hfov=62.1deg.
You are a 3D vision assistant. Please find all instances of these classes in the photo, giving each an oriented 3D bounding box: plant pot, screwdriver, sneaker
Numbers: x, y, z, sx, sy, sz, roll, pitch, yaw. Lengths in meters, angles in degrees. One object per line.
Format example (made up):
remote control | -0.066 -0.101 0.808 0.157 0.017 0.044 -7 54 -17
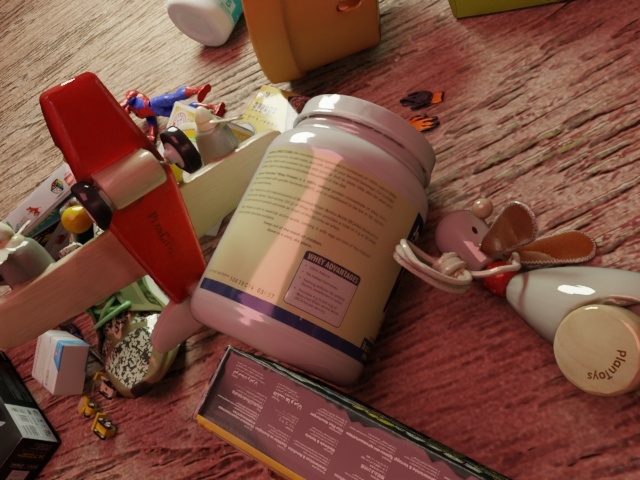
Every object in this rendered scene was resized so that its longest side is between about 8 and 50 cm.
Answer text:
plant pot | -0.005 -0.433 0.919 0.204 0.290 0.290 -5 63 10
screwdriver | -0.441 0.195 0.997 0.170 0.025 0.024 28 81 28
sneaker | -0.373 0.082 0.907 0.158 0.182 0.410 -37 54 8

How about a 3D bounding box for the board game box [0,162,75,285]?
board game box | -0.536 -0.023 1.052 0.305 0.193 0.053 -40 82 5

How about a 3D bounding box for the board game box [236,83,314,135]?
board game box | -0.057 -0.181 0.949 0.243 0.042 0.165 27 81 37

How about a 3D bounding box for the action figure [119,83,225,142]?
action figure | -0.351 -0.259 1.126 0.281 0.091 0.139 8 61 33

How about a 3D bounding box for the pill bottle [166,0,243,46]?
pill bottle | -0.223 -0.582 1.186 0.146 0.146 0.263 13 73 34

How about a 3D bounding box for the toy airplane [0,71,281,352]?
toy airplane | -0.254 -0.028 0.770 0.272 0.386 0.384 37 111 33

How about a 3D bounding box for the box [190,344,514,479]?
box | 0.076 0.216 0.500 0.322 0.257 0.079 21 79 24

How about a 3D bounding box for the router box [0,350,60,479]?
router box | -0.640 0.373 0.974 0.309 0.081 0.242 31 83 37

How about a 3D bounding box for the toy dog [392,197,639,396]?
toy dog | 0.266 0.027 0.573 0.334 0.220 0.160 36 109 28

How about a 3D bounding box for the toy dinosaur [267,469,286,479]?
toy dinosaur | 0.014 0.325 0.647 0.211 0.064 0.112 35 99 47

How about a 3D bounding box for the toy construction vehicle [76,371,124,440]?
toy construction vehicle | -0.367 0.278 0.901 0.098 0.035 0.085 17 86 38

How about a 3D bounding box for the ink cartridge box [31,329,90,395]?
ink cartridge box | -0.462 0.214 0.944 0.123 0.052 0.088 7 86 45

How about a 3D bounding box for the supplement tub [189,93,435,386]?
supplement tub | 0.000 0.000 0.702 0.236 0.235 0.324 16 75 35

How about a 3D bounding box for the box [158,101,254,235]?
box | -0.220 -0.126 0.941 0.114 0.103 0.203 30 101 37

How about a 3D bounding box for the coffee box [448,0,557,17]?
coffee box | 0.331 -0.581 0.746 0.338 0.338 0.334 3 68 32

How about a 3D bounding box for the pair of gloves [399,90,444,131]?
pair of gloves | 0.159 -0.209 0.860 0.074 0.010 0.083 0 65 30
